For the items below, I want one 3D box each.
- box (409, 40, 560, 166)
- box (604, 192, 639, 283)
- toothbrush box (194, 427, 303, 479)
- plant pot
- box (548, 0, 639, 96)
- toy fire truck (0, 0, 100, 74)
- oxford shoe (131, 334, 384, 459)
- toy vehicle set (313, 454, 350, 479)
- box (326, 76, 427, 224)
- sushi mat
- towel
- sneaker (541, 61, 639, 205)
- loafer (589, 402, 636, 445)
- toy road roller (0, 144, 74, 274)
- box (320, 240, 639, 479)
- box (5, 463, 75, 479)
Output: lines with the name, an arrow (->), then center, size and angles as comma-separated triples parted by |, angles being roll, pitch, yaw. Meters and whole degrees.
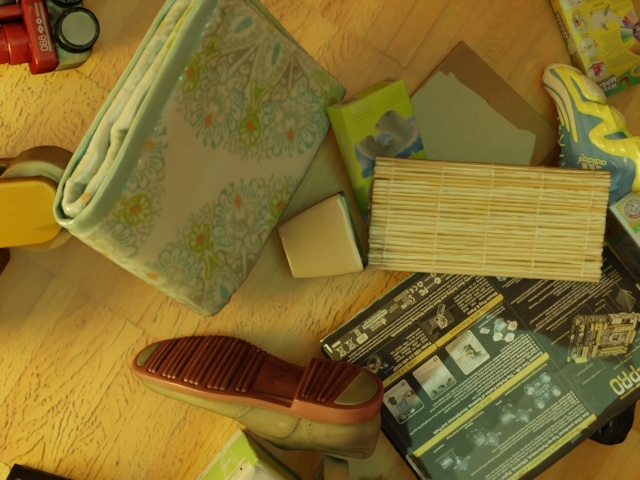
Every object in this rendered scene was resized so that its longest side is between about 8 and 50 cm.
box -> 0.216, -0.153, 1.931 | 0.201, 0.021, 0.164 | 43, 84, -6
box -> 0.480, 0.000, 1.923 | 0.103, 0.114, 0.203 | -39, 95, -6
toothbrush box -> -0.114, 0.369, 1.753 | 0.122, 0.283, 0.206 | 40, 84, -8
plant pot -> 0.000, 0.000, 1.864 | 0.096, 0.109, 0.109 | -18, 93, 5
box -> 0.398, -0.296, 1.948 | 0.105, 0.043, 0.179 | -21, 91, -8
toy fire truck -> -0.434, -0.314, 1.789 | 0.246, 0.158, 0.217 | -13, 92, -18
oxford shoe -> -0.088, 0.218, 1.814 | 0.348, 0.123, 0.130 | 12, 126, 20
toy vehicle set -> -0.020, 0.431, 1.782 | 0.035, 0.166, 0.266 | 17, 110, -7
box -> 0.085, -0.118, 1.863 | 0.109, 0.042, 0.178 | -28, 114, -23
sushi mat -> 0.219, -0.028, 1.820 | 0.317, 0.019, 0.151 | 3, 96, 3
towel -> -0.140, -0.117, 1.750 | 0.320, 0.090, 0.374 | 38, 79, -48
sneaker -> 0.353, -0.140, 1.876 | 0.126, 0.091, 0.240 | -40, 54, 1
loafer -> 0.415, 0.177, 1.942 | 0.078, 0.076, 0.223 | 19, 75, -46
toy road roller -> -0.450, 0.020, 1.753 | 0.330, 0.202, 0.240 | -8, 103, -3
box -> 0.248, 0.150, 1.858 | 0.395, 0.097, 0.318 | -37, 78, -5
box -> -0.344, 0.369, 1.758 | 0.153, 0.207, 0.108 | 17, 87, -9
